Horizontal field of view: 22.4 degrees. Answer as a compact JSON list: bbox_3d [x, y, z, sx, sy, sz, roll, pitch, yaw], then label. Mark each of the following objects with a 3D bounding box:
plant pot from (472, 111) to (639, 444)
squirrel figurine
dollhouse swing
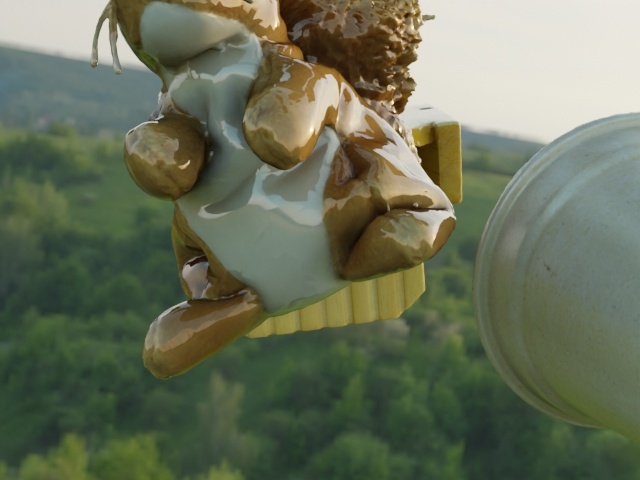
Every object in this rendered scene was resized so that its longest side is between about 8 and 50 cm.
[{"bbox_3d":[0.347,0.075,1.489,0.334,0.334,0.305,8,14,-17],"label":"plant pot"},{"bbox_3d":[-0.054,-0.138,1.453,0.281,0.370,0.397,-25,7,27],"label":"squirrel figurine"},{"bbox_3d":[0.000,0.000,2.088,0.347,0.305,0.315,-7,12,-5],"label":"dollhouse swing"}]
